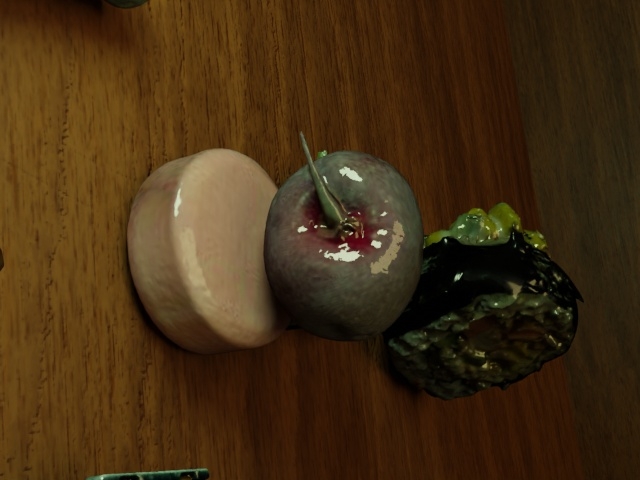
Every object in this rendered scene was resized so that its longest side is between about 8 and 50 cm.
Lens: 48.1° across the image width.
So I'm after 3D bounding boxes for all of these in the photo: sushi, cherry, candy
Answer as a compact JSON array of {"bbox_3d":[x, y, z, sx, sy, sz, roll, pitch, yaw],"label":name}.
[{"bbox_3d":[0.255,0.084,1.266,0.329,0.328,0.285,29,40,-35],"label":"sushi"},{"bbox_3d":[0.030,0.009,0.825,0.266,0.184,0.213,45,55,-61],"label":"cherry"},{"bbox_3d":[-0.114,0.016,0.861,0.255,0.094,0.255,30,53,-51],"label":"candy"}]

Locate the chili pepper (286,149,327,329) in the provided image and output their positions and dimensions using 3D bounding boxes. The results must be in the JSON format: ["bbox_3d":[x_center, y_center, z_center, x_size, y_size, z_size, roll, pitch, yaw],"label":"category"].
[{"bbox_3d":[0.000,0.000,1.054,0.136,0.099,0.270,13,72,-48],"label":"chili pepper"}]

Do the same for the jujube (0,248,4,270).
[{"bbox_3d":[-0.339,-0.037,0.327,0.377,0.276,0.276,34,50,-35],"label":"jujube"}]

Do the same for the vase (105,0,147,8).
[{"bbox_3d":[-0.275,-0.306,0.675,0.299,0.143,0.143,-10,88,-62],"label":"vase"}]

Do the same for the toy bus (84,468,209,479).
[{"bbox_3d":[-0.174,0.335,0.574,0.138,0.167,0.275,22,56,-55],"label":"toy bus"}]
